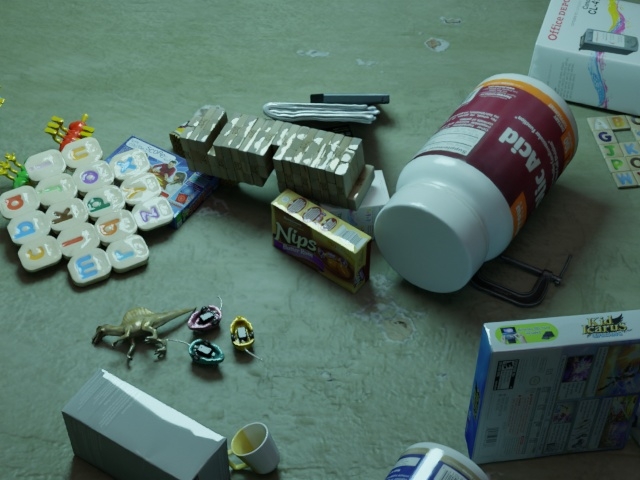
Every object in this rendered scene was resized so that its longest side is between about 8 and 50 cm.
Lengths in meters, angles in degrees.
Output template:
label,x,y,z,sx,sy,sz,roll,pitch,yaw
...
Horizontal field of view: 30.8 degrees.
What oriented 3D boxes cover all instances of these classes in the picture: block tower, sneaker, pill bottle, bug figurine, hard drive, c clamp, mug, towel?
label,x,y,z,sx,sy,sz,roll,pitch,yaw
block tower,-0.076,-0.148,2.044,0.335,0.097,0.091,15,54,20
sneaker,-0.199,-0.174,2.195,0.185,0.070,0.084,36,61,27
pill bottle,0.272,-0.102,2.032,0.224,0.224,0.392,26,52,21
bug figurine,-0.574,-0.187,2.196,0.279,0.072,0.216,20,56,10
hard drive,0.056,-0.277,2.279,0.135,0.022,0.094,-3,7,-17
pill bottle,0.119,0.419,1.594,0.153,0.153,0.265,26,52,21
c clamp,0.343,0.056,2.030,0.160,0.022,0.137,18,55,14
mug,-0.098,0.316,1.745,0.078,0.064,0.062,0,45,39
towel,0.000,-0.238,2.173,0.209,0.034,0.285,2,6,0

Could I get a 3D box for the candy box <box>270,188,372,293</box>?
label,x,y,z,sx,sy,sz,roll,pitch,yaw
candy box,0.000,0.000,2.010,0.186,0.109,0.053,30,54,23

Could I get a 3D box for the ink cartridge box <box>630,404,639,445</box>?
label,x,y,z,sx,sy,sz,roll,pitch,yaw
ink cartridge box,0.539,0.235,1.817,0.158,0.092,0.218,-20,53,-19

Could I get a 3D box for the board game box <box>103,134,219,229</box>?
label,x,y,z,sx,sy,sz,roll,pitch,yaw
board game box,-0.309,-0.111,2.156,0.201,0.035,0.136,26,52,21

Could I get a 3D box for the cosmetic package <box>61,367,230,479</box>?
label,x,y,z,sx,sy,sz,roll,pitch,yaw
cosmetic package,-0.255,0.303,1.713,0.238,0.127,0.107,24,52,18

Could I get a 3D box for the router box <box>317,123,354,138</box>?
label,x,y,z,sx,sy,sz,roll,pitch,yaw
router box,0.011,-0.154,2.144,0.092,0.122,0.038,-10,53,-11

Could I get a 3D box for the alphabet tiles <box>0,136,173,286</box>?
label,x,y,z,sx,sy,sz,roll,pitch,yaw
alphabet tiles,-0.416,-0.054,2.067,0.278,0.021,0.284,-21,64,-16

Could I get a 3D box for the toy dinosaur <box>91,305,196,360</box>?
label,x,y,z,sx,sy,sz,roll,pitch,yaw
toy dinosaur,-0.284,0.142,1.911,0.183,0.053,0.093,-14,48,-14

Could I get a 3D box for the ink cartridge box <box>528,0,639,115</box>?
label,x,y,z,sx,sy,sz,roll,pitch,yaw
ink cartridge box,0.595,-0.378,2.360,0.306,0.131,0.226,15,47,12

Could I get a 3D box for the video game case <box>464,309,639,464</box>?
label,x,y,z,sx,sy,sz,roll,pitch,yaw
video game case,0.347,0.218,1.706,0.244,0.269,0.061,-4,45,-6

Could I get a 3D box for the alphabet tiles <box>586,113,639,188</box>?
label,x,y,z,sx,sy,sz,roll,pitch,yaw
alphabet tiles,0.660,-0.182,2.263,0.237,0.009,0.198,-6,47,-6

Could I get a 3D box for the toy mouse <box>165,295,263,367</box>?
label,x,y,z,sx,sy,sz,roll,pitch,yaw
toy mouse,-0.182,0.160,1.910,0.143,0.031,0.161,-11,48,-12

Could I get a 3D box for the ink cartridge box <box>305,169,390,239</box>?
label,x,y,z,sx,sy,sz,roll,pitch,yaw
ink cartridge box,0.047,-0.057,2.076,0.143,0.092,0.090,-7,48,-6
